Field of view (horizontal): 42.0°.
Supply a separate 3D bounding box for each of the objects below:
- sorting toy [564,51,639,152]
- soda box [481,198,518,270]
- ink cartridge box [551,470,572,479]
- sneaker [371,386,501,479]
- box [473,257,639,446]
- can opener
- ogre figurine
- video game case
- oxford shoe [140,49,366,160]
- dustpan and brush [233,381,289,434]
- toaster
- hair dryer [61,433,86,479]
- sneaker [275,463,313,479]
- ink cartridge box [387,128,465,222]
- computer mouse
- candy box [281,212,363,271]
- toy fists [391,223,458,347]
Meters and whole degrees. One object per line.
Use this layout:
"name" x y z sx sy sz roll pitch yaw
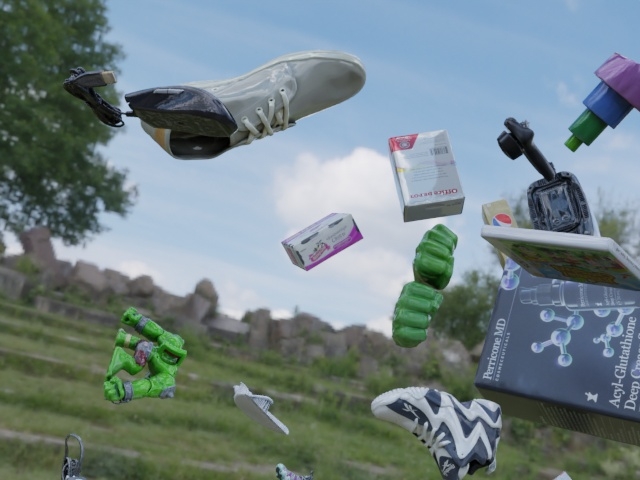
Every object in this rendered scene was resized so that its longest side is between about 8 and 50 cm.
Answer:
"sorting toy" 0.393 -0.028 0.842 0.365 0.126 0.127 39 19 -2
"soda box" 0.428 -0.004 1.921 0.061 0.181 0.058 -15 -33 0
"ink cartridge box" 0.515 0.608 1.918 0.063 0.150 0.109 51 18 20
"sneaker" 0.203 0.349 1.448 0.234 0.153 0.094 13 -37 -12
"box" 0.550 0.226 1.679 0.395 0.294 0.212 8 -23 28
"can opener" 0.412 -0.180 1.654 0.073 0.059 0.186 -38 -46 19
"ogre figurine" -0.295 0.203 1.411 0.118 0.097 0.197 19 15 -14
"video game case" 0.383 0.029 1.288 0.212 0.023 0.193 8 -16 43
"oxford shoe" -0.118 -0.251 1.605 0.449 0.130 0.169 -15 -38 -10
"dustpan and brush" -0.157 0.363 1.891 0.147 0.060 0.211 50 -29 -23
"toaster" 0.551 -0.050 1.884 0.129 0.227 0.146 -22 -30 21
"hair dryer" -0.428 0.513 1.476 0.080 0.294 0.223 7 7 -17
"sneaker" -0.042 0.464 1.624 0.069 0.098 0.038 -30 13 -29
"ink cartridge box" 0.217 -0.134 1.734 0.127 0.175 0.072 -8 -29 -2
"computer mouse" -0.262 -0.228 1.292 0.261 0.060 0.184 7 -15 20
"candy box" 0.000 0.000 2.019 0.159 0.071 0.233 -30 6 -7
"toy fists" 0.226 0.099 1.794 0.096 0.279 0.142 18 -20 14
